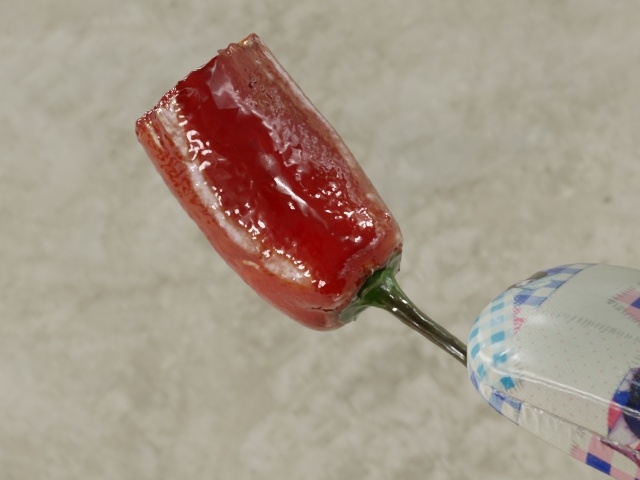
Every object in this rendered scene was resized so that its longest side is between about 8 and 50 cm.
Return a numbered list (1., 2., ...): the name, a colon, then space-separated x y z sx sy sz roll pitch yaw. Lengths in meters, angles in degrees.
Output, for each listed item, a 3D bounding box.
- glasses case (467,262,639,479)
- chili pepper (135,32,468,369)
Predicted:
1. glasses case: 0.227 0.092 0.994 0.327 0.076 0.125 22 41 31
2. chili pepper: 0.000 0.000 1.556 0.131 0.338 0.134 -41 0 25
